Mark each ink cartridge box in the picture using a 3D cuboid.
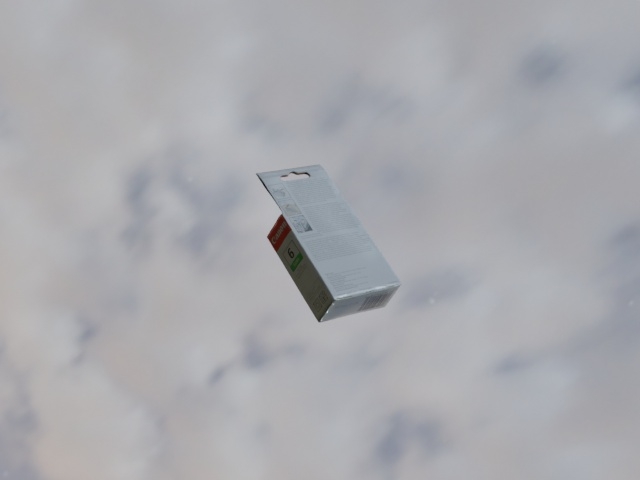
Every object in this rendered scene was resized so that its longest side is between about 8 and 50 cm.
[{"bbox_3d":[0.000,0.000,0.872,0.115,0.062,0.029,57,-44,26],"label":"ink cartridge box"}]
